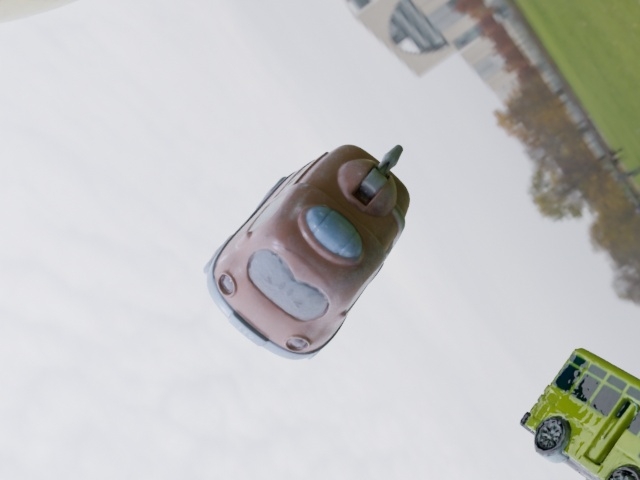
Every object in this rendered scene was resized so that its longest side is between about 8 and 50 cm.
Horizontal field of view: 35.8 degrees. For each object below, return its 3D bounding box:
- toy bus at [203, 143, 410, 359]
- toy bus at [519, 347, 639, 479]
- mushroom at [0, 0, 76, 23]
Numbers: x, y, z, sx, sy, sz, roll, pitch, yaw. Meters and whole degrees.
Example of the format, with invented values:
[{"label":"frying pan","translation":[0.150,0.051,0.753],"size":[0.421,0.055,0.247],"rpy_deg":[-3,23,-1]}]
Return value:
[{"label":"toy bus","translation":[0.000,0.000,1.318],"size":[0.197,0.232,0.294],"rpy_deg":[41,-129,-2]},{"label":"toy bus","translation":[0.359,0.231,1.085],"size":[0.128,0.150,0.262],"rpy_deg":[37,178,-29]},{"label":"mushroom","translation":[-0.134,-0.213,0.337],"size":[0.254,0.260,0.234],"rpy_deg":[10,-133,-54]}]
